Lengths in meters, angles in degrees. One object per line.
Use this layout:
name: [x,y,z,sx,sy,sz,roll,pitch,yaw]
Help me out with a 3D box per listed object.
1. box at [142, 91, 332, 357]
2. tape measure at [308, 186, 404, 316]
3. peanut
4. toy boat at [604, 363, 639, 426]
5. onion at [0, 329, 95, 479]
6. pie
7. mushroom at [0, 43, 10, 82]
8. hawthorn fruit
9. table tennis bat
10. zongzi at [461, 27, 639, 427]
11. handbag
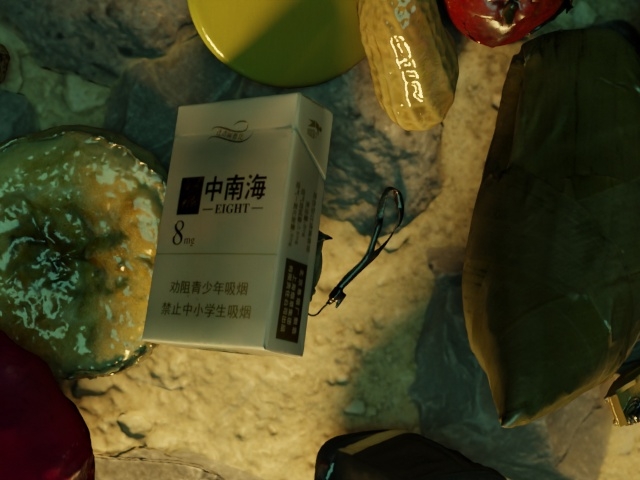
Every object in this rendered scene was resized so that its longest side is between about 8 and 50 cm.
box: [-0.079,-0.014,0.855,0.155,0.067,0.242,1,78,32]
tape measure: [0.000,0.004,0.940,0.180,0.107,0.104,-25,129,-36]
peanut: [0.089,-0.198,0.882,0.093,0.083,0.194,-24,123,-14]
toy boat: [0.398,0.144,0.949,0.201,0.077,0.057,-22,96,-1]
onion: [-0.395,0.263,0.749,0.399,0.420,0.398,-1,100,-6]
pie: [-0.260,0.016,0.917,0.274,0.055,0.274,0,94,-3]
mushroom: [-0.395,-0.117,0.874,0.148,0.227,0.217,41,53,14]
hawthorn fruit: [0.182,-0.254,0.865,0.148,0.172,0.148,2,127,2]
table tennis bat: [-0.016,-0.322,0.843,0.224,0.054,0.368,-4,120,-19]
zongzi: [0.210,-0.034,0.781,0.174,0.393,0.355,5,90,20]
handbag: [0.083,0.322,0.898,0.181,0.181,0.254,3,93,-34]
